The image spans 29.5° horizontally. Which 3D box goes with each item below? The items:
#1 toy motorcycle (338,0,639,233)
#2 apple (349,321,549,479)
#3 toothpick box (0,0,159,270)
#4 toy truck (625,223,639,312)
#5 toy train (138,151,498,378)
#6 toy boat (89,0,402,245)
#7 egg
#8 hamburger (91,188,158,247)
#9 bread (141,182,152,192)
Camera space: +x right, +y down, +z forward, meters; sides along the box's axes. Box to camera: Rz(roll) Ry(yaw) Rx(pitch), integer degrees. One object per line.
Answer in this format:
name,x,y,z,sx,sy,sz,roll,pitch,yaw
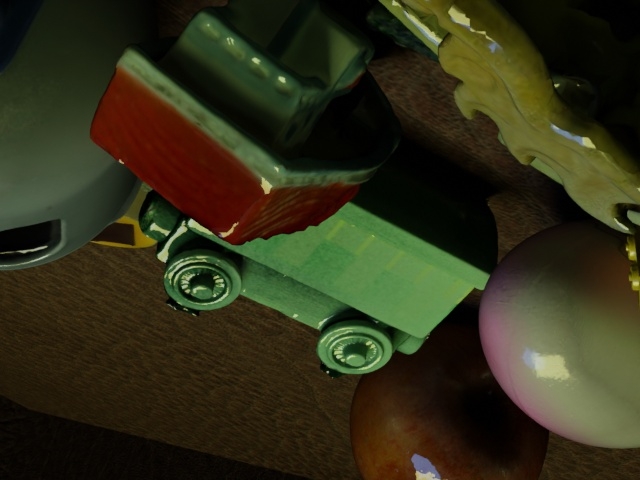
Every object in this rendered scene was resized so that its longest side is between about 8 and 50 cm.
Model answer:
toy motorcycle,0.183,-0.096,0.639,0.410,0.169,0.237,27,165,3
apple,0.147,0.226,1.441,0.253,0.253,0.253,17,161,6
toothpick box,-0.226,-0.124,0.845,0.263,0.263,0.354,22,169,-8
toy truck,0.271,0.021,0.838,0.114,0.227,0.098,-3,118,12
toy train,0.000,0.000,1.069,0.301,0.120,0.202,27,125,-21
toy boat,-0.018,-0.097,0.785,0.145,0.133,0.332,37,-167,6
egg,0.239,0.074,1.017,0.196,0.196,0.271,6,160,34
hamburger,-0.233,-0.045,1.340,0.141,0.081,0.126,2,160,12
bread,-0.142,-0.082,1.191,0.286,0.056,0.207,16,159,14
